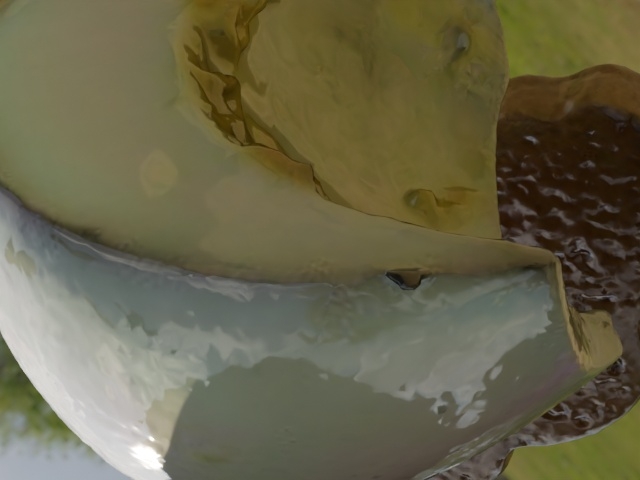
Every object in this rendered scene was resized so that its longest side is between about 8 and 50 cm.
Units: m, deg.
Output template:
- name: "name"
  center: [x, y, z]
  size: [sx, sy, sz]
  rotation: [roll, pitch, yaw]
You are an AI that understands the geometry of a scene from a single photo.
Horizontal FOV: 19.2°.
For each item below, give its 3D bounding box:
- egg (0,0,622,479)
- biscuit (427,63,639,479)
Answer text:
- name: "egg"
  center: [-0.019, -0.001, 0.656]
  size: [0.271, 0.206, 0.162]
  rotation: [-107, 12, -53]
- name: "biscuit"
  center: [0.065, 0.039, 0.881]
  size: [0.183, 0.320, 0.047]
  rotation: [20, -140, 4]
